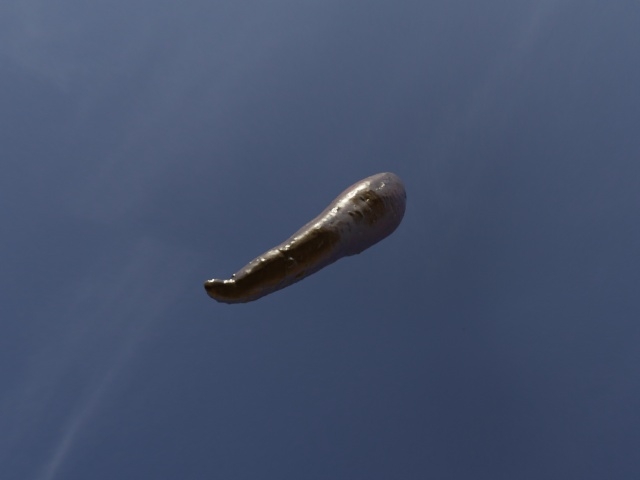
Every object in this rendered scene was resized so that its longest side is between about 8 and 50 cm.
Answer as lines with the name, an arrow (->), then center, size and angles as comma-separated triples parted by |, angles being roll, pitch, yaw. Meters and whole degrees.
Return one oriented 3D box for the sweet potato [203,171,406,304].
sweet potato -> 0.000, 0.000, 1.022 | 0.050, 0.214, 0.050 | 23, -53, 33
